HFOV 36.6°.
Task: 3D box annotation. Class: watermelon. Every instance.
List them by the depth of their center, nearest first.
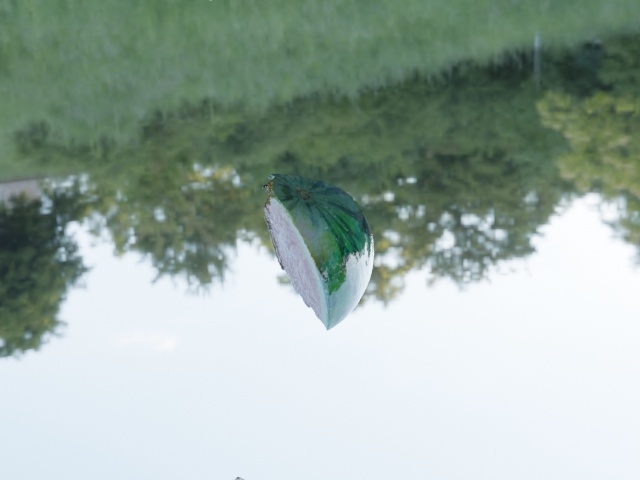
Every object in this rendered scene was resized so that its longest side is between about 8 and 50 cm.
[{"bbox_3d":[0.021,-0.002,1.435,0.146,0.231,0.128,-27,-153,-24],"label":"watermelon"}]

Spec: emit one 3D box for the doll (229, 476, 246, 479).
[{"bbox_3d":[-0.093,0.323,1.165,0.073,0.127,0.084,34,-148,18],"label":"doll"}]
